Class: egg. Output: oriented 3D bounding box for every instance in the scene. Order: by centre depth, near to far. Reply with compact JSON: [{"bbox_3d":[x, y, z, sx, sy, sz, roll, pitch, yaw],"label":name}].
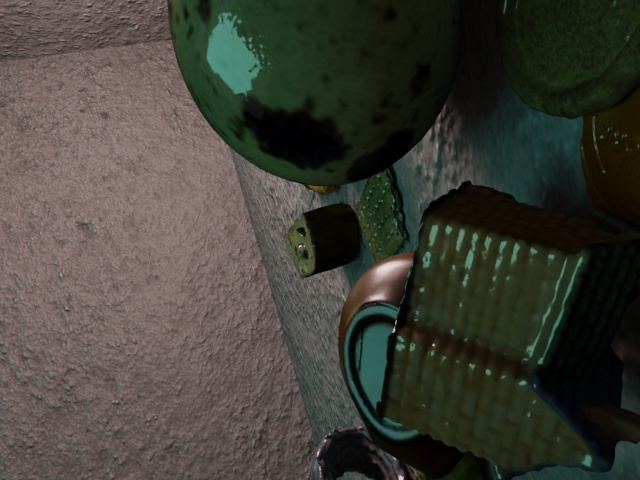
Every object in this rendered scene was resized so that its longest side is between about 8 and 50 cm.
[{"bbox_3d":[-0.013,-0.236,0.510,0.288,0.287,0.379,100,151,-58],"label":"egg"}]

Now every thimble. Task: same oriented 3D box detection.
[{"bbox_3d":[0.083,0.527,1.048,0.236,0.205,0.172,-118,21,-47],"label":"thimble"}]

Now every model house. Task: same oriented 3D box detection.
[{"bbox_3d":[0.161,0.065,0.378,0.172,0.166,0.183,18,117,31],"label":"model house"}]

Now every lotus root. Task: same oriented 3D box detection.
[{"bbox_3d":[0.000,0.000,1.048,0.235,0.119,0.138,163,94,-75],"label":"lotus root"}]

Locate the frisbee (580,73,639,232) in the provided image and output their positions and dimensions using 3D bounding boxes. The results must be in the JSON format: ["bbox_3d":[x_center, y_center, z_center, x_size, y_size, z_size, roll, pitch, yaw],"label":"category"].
[{"bbox_3d":[0.223,-0.051,0.292,0.192,0.035,0.192,167,90,-77],"label":"frisbee"}]

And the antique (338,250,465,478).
[{"bbox_3d":[0.119,0.144,0.597,0.223,0.129,0.278,18,109,40],"label":"antique"}]

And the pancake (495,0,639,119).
[{"bbox_3d":[0.176,-0.180,0.336,0.199,0.021,0.199,174,90,-80],"label":"pancake"}]

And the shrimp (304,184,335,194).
[{"bbox_3d":[-0.020,-0.203,1.093,0.262,0.051,0.198,-156,61,-69],"label":"shrimp"}]

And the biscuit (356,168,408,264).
[{"bbox_3d":[0.101,-0.036,0.825,0.203,0.016,0.144,110,144,-68],"label":"biscuit"}]

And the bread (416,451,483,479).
[{"bbox_3d":[0.170,0.279,0.710,0.098,0.087,0.270,146,110,-79],"label":"bread"}]
